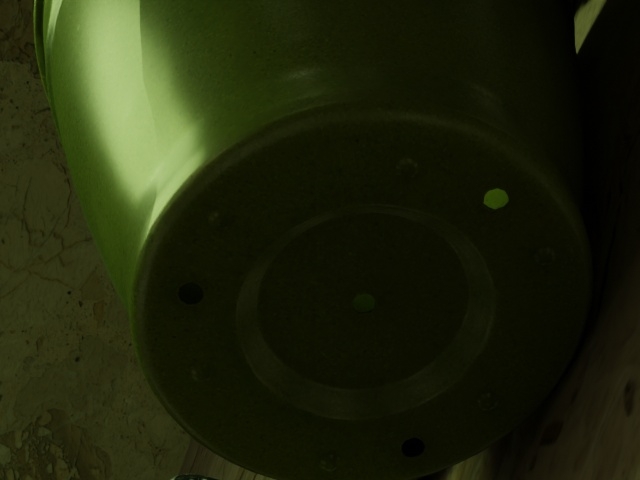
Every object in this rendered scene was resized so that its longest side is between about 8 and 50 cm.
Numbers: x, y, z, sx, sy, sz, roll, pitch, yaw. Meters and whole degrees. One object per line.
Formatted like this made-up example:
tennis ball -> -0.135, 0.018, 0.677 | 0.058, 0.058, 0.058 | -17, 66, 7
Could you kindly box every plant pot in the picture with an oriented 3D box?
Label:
plant pot -> 0.006, -0.054, 0.943 | 0.353, 0.366, 0.366 | -100, 30, -58

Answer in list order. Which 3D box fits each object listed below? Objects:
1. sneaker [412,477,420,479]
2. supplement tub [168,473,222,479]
sneaker -> 0.054, 0.078, 1.131 | 0.121, 0.099, 0.262 | -52, 25, 39
supplement tub -> -0.153, 0.378, 1.849 | 0.117, 0.117, 0.190 | 119, 171, -55
